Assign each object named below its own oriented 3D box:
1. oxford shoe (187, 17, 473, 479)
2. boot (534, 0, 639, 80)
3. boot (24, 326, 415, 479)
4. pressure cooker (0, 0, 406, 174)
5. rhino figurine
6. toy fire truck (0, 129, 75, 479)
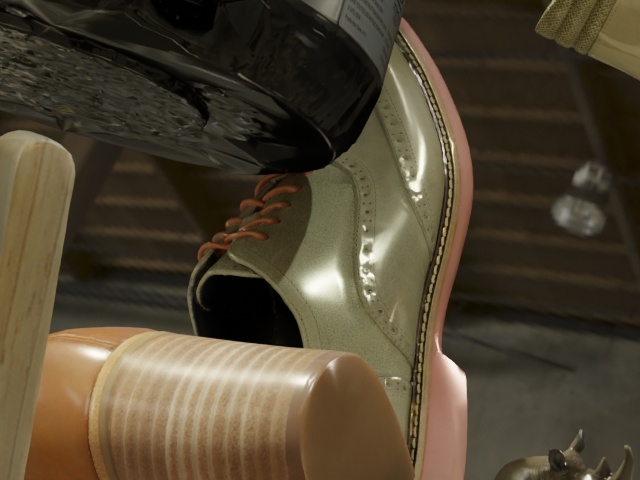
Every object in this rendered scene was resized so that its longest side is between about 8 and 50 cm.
[{"bbox_3d":[0.000,0.000,0.837,0.146,0.397,0.140,20,-38,-32],"label":"oxford shoe"},{"bbox_3d":[0.289,-0.205,0.939,0.203,0.262,0.095,32,-3,9],"label":"boot"},{"bbox_3d":[-0.058,0.162,0.503,0.220,0.109,0.283,-4,-62,32],"label":"boot"},{"bbox_3d":[-0.092,-0.280,0.770,0.376,0.420,0.370,19,-8,-20],"label":"pressure cooker"},{"bbox_3d":[0.172,0.234,1.105,0.106,0.073,0.243,54,-50,21],"label":"rhino figurine"},{"bbox_3d":[-0.026,0.111,0.298,0.217,0.158,0.246,-7,-57,54],"label":"toy fire truck"}]
